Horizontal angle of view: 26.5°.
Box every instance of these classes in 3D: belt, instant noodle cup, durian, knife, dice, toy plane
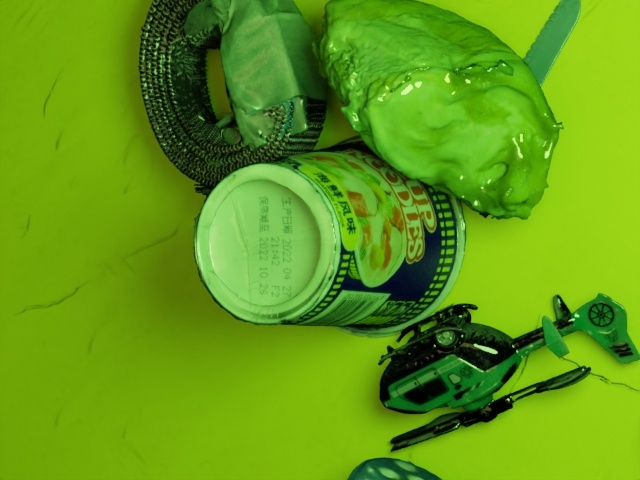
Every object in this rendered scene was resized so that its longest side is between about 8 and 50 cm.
[{"bbox_3d":[-0.124,-0.226,1.882,0.260,0.122,0.324,-20,81,33],"label":"belt"},{"bbox_3d":[0.000,0.000,1.720,0.284,0.312,0.284,1,93,27],"label":"instant noodle cup"},{"bbox_3d":[0.134,-0.190,1.687,0.204,0.256,0.339,-54,42,24],"label":"durian"},{"bbox_3d":[0.257,-0.184,1.751,0.044,0.019,0.313,34,105,24],"label":"knife"},{"bbox_3d":[0.098,0.377,1.783,0.146,0.143,0.146,26,103,23],"label":"dice"},{"bbox_3d":[0.213,0.155,1.740,0.382,0.106,0.155,-28,97,23],"label":"toy plane"}]
